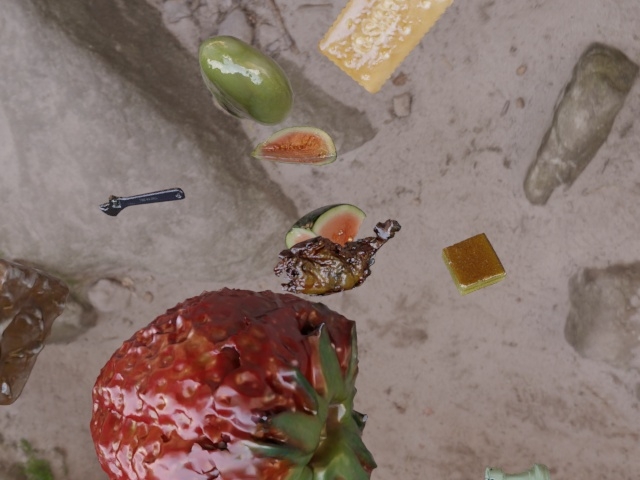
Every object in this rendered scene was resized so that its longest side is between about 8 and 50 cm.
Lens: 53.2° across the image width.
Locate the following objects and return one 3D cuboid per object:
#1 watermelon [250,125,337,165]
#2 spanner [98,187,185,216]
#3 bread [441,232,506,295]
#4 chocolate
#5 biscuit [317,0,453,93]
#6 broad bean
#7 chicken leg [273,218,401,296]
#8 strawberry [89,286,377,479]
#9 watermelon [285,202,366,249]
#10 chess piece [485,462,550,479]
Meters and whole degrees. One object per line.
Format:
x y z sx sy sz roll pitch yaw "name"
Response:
-0.038 -0.177 1.176 0.163 0.087 0.068 3 90 15 "watermelon"
-0.354 -0.077 1.259 0.209 0.012 0.046 -7 128 23 "spanner"
0.281 0.042 1.173 0.090 0.094 0.035 -20 147 0 "bread"
-0.452 0.134 0.883 0.093 0.148 0.214 15 79 25 "chocolate"
0.120 -0.415 1.224 0.160 0.030 0.249 38 124 -10 "biscuit"
-0.163 -0.341 1.387 0.238 0.291 0.119 39 83 -6 "broad bean"
0.012 0.012 0.376 0.021 0.083 0.036 15 117 64 "chicken leg"
-0.101 0.167 0.600 0.288 0.239 0.250 2 82 36 "strawberry"
-0.007 -0.020 1.427 0.145 0.193 0.137 9 104 41 "watermelon"
0.343 0.421 1.116 0.103 0.067 0.067 4 118 2 "chess piece"
